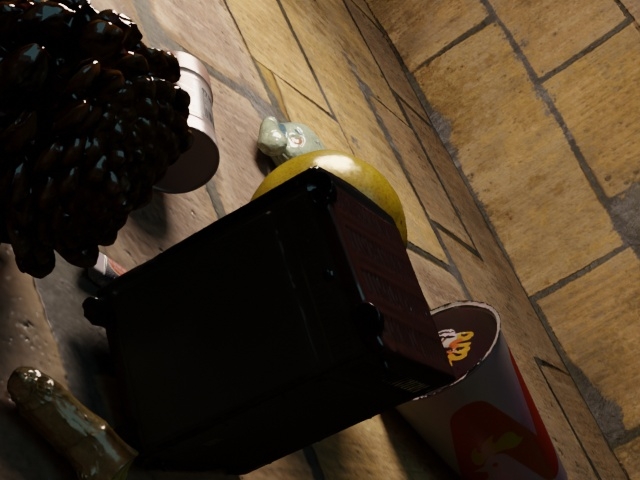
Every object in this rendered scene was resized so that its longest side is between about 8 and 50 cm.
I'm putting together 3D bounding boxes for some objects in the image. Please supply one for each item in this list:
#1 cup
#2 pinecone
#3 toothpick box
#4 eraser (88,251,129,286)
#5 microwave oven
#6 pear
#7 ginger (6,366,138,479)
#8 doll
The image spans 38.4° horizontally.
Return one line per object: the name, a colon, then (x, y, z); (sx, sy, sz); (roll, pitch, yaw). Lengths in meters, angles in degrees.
cup: (0.227, 0.255, 1.291); (0.288, 0.203, 0.203); (57, 17, -22)
pinecone: (-0.217, -0.090, 0.709); (0.221, 0.221, 0.221); (48, 20, -24)
toothpick box: (-0.169, -0.137, 1.056); (0.098, 0.098, 0.149); (41, 25, -39)
eraser: (-0.181, 0.041, 0.853); (0.099, 0.019, 0.027); (40, 26, -39)
microwave oven: (-0.043, 0.072, 0.784); (0.178, 0.247, 0.188); (27, 41, -61)
pear: (0.000, 0.000, 1.092); (0.209, 0.208, 0.209); (48, 20, -24)
ginger: (-0.174, 0.142, 0.668); (0.137, 0.044, 0.057); (52, 37, -9)
doll: (-0.034, -0.138, 1.448); (0.214, 0.071, 0.104); (15, 36, -53)
